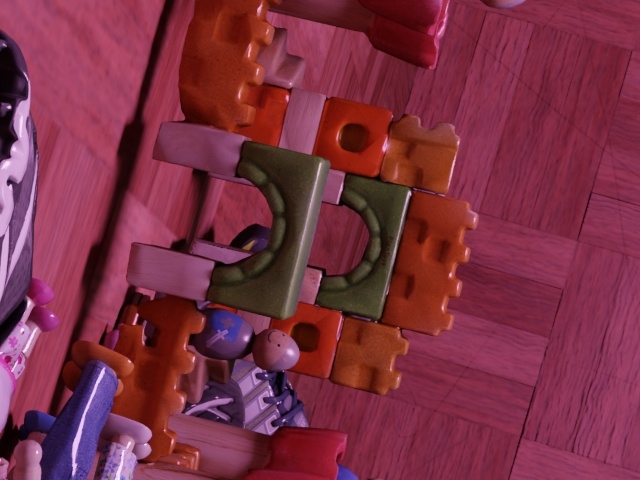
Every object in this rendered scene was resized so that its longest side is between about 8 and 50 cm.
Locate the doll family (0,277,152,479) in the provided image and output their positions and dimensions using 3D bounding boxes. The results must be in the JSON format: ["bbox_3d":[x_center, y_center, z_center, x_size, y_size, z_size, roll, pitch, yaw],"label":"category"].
[{"bbox_3d":[-0.143,0.146,0.858,0.263,0.118,0.163,95,13,-59],"label":"doll family"}]

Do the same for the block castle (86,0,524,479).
[{"bbox_3d":[0.000,0.000,1.150,0.303,0.213,0.453,-1,104,-86],"label":"block castle"}]

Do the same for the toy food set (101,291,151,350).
[{"bbox_3d":[-0.137,0.080,1.159,0.122,0.019,0.078,-65,169,-50],"label":"toy food set"}]

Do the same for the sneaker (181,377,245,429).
[{"bbox_3d":[-0.125,0.202,1.345,0.208,0.081,0.094,-63,175,-16],"label":"sneaker"}]

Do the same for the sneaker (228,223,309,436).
[{"bbox_3d":[-0.063,0.124,1.425,0.111,0.121,0.300,-62,166,-61],"label":"sneaker"}]

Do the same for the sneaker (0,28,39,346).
[{"bbox_3d":[-0.159,0.036,0.649,0.106,0.078,0.234,75,30,-72],"label":"sneaker"}]
